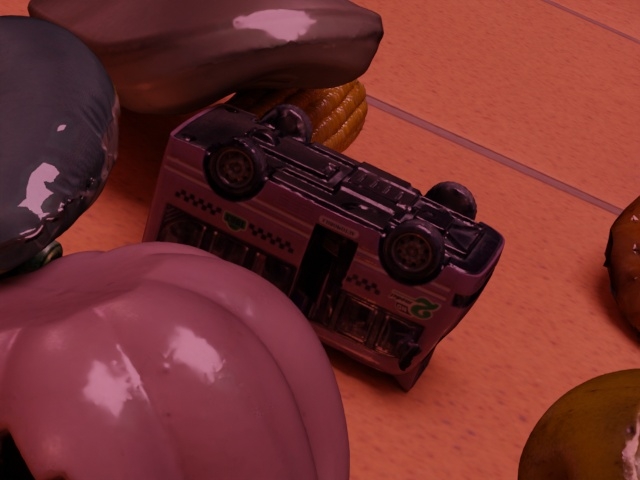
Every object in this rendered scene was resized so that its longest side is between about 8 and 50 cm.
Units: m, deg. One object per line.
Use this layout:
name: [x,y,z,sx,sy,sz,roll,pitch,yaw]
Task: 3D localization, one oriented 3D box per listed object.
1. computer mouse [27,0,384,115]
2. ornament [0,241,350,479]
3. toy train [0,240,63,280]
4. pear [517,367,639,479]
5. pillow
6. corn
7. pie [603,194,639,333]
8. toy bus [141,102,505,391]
computer mouse: [-0.088,-0.157,1.092,0.197,0.095,0.331,-9,18,-25]
ornament: [-0.076,0.090,0.603,0.177,0.177,0.177,19,23,-9]
toy train: [-0.220,-0.019,0.825,0.172,0.070,0.099,28,34,12]
pear: [0.155,0.135,0.791,0.141,0.104,0.141,24,51,-33]
pillow: [-0.196,-0.022,0.684,0.233,0.086,0.214,-17,26,5]
corn: [-0.028,-0.076,1.104,0.081,0.081,0.248,27,24,8]
pie: [0.326,0.048,1.185,0.273,0.069,0.273,22,26,-11]
toy bus: [0.000,0.000,0.934,0.199,0.108,0.096,26,24,10]
